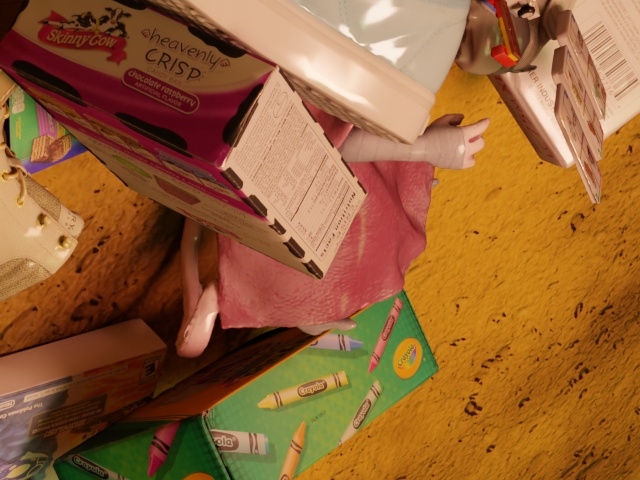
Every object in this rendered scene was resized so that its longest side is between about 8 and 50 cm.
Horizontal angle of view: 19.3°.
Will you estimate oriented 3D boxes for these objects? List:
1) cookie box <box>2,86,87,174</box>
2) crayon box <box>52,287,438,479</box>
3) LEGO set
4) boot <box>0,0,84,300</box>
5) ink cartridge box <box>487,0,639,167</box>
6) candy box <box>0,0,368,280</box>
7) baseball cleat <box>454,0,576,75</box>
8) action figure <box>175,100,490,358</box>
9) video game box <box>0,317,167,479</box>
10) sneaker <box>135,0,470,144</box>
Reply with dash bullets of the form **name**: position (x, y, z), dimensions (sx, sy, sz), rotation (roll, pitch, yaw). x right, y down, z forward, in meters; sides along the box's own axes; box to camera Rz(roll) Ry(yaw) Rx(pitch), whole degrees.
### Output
- **cookie box**: position (-0.172, -0.101, 1.259), dimensions (0.107, 0.040, 0.092), rotation (-26, 141, -31)
- **crayon box**: position (-0.052, 0.135, 1.463), dimensions (0.165, 0.081, 0.278), rotation (-21, -175, 38)
- **LEGO set**: position (0.135, -0.160, 1.321), dimensions (0.060, 0.182, 0.244), rotation (-18, 116, 19)
- **boot**: position (-0.203, -0.055, 1.184), dimensions (0.213, 0.077, 0.165), rotation (-41, 132, 14)
- **ink cartridge box**: position (0.259, -0.223, 1.509), dimensions (0.311, 0.065, 0.186), rotation (-37, 109, -4)
- **candy box**: position (-0.076, -0.066, 1.130), dimensions (0.071, 0.159, 0.233), rotation (-61, 161, -9)
- **baseball cleat**: position (0.142, -0.228, 1.418), dimensions (0.109, 0.072, 0.205), rotation (-4, 107, -29)
- **action figure**: position (-0.026, -0.118, 1.335), dimensions (0.276, 0.248, 0.370), rotation (-13, 141, 8)
- **video game box**: position (-0.229, 0.166, 1.472), dimensions (0.205, 0.048, 0.187), rotation (-16, 138, -41)
- **sneaker**: position (-0.043, -0.187, 1.066), dimensions (0.366, 0.135, 0.150), rotation (28, 86, -49)
